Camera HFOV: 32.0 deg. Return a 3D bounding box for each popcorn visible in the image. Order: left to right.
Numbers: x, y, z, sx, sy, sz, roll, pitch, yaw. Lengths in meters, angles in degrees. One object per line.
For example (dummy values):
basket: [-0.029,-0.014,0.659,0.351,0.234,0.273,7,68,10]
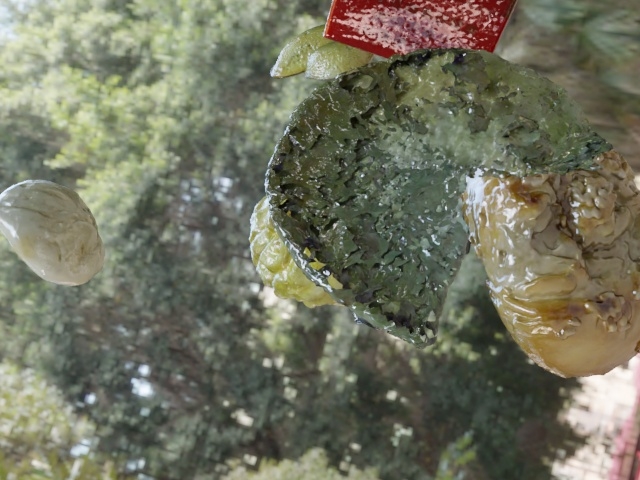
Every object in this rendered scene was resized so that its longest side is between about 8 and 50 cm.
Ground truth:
popcorn: [0.001,-0.012,1.622,0.181,0.235,0.217,0,-78,-36]

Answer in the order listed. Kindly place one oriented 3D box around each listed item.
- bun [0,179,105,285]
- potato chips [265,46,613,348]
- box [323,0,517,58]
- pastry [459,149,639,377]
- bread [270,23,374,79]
bun: [-0.385,-0.022,1.637,0.102,0.183,0.183,-42,-17,13]
potato chips: [0.074,-0.046,0.747,0.220,0.202,0.029,-30,-25,-5]
box: [0.136,-0.330,1.223,0.313,0.197,0.089,110,179,-51]
pastry: [0.290,-0.003,1.281,0.255,0.162,0.311,-9,-108,-40]
bread: [0.002,-0.309,1.844,0.149,0.187,0.065,-82,-20,-58]
